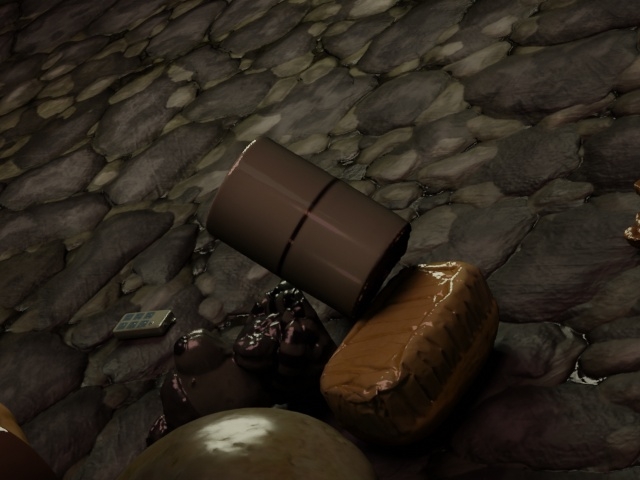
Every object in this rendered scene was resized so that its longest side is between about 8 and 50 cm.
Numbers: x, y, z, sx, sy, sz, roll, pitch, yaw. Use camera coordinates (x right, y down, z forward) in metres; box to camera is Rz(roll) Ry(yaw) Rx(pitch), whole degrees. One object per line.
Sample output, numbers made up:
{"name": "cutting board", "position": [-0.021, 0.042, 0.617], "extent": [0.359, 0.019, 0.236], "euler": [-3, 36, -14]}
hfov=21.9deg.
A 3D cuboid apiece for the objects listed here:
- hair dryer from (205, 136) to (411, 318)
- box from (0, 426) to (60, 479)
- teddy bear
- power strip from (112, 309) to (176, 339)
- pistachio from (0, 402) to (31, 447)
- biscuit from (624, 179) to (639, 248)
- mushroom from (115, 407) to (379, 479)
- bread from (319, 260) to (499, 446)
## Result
{"name": "hair dryer", "position": [0.000, 0.000, 1.936], "extent": [0.128, 0.203, 0.362], "euler": [-59, -9, -3]}
{"name": "box", "position": [-0.381, 0.323, 1.633], "extent": [0.301, 0.301, 0.216], "euler": [-3, 32, 38]}
{"name": "teddy bear", "position": [-0.084, 0.152, 1.845], "extent": [0.251, 0.144, 0.171], "euler": [-37, 30, -17]}
{"name": "power strip", "position": [-0.234, 0.111, 2.184], "extent": [0.090, 0.016, 0.040], "euler": [-8, 33, 34]}
{"name": "pistachio", "position": [-0.467, 0.292, 1.869], "extent": [0.229, 0.238, 0.321], "euler": [29, 47, 20]}
{"name": "biscuit", "position": [0.444, -0.063, 1.865], "extent": [0.250, 0.035, 0.162], "euler": [-36, 34, -15]}
{"name": "mushroom", "position": [-0.076, 0.317, 1.441], "extent": [0.352, 0.260, 0.352], "euler": [-33, 40, 33]}
{"name": "bread", "position": [0.100, 0.124, 1.771], "extent": [0.140, 0.106, 0.236], "euler": [-4, 36, 42]}
